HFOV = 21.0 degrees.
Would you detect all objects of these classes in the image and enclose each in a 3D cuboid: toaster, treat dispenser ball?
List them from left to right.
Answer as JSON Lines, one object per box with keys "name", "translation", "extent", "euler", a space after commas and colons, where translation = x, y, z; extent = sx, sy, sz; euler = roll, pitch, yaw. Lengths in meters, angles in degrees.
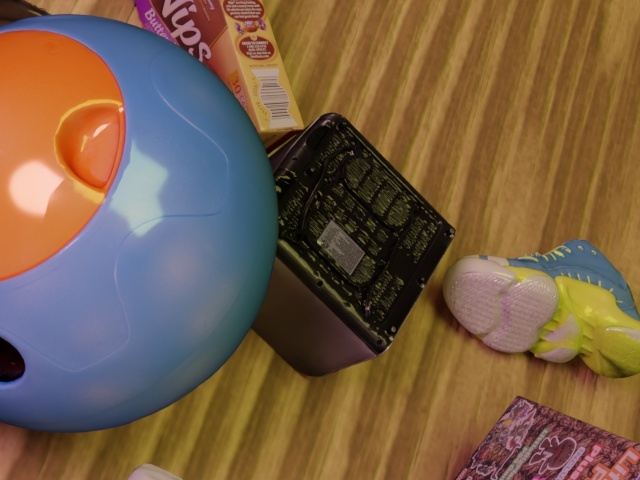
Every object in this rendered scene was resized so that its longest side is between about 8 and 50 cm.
{"name": "treat dispenser ball", "translation": [-0.173, -0.012, 1.194], "extent": [0.288, 0.288, 0.288], "euler": [18, 57, -31]}
{"name": "toaster", "translation": [0.000, 0.000, 1.453], "extent": [0.185, 0.110, 0.168], "euler": [44, 47, -13]}

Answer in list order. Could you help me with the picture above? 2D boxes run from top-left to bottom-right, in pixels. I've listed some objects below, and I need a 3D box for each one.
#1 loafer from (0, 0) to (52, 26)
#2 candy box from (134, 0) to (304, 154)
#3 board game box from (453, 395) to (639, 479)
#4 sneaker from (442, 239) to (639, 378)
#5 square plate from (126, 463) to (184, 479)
{"name": "loafer", "translation": [-0.188, -0.138, 1.393], "extent": [0.220, 0.078, 0.080], "euler": [31, 52, -24]}
{"name": "candy box", "translation": [-0.088, -0.155, 1.463], "extent": [0.053, 0.109, 0.187], "euler": [-8, 74, -41]}
{"name": "board game box", "translation": [0.253, 0.267, 1.378], "extent": [0.232, 0.291, 0.141], "euler": [40, 83, -15]}
{"name": "sneaker", "translation": [0.209, 0.047, 1.633], "extent": [0.240, 0.091, 0.126], "euler": [25, 36, -27]}
{"name": "square plate", "translation": [-0.048, 0.368, 1.160], "extent": [0.344, 0.049, 0.347], "euler": [29, 62, -2]}
